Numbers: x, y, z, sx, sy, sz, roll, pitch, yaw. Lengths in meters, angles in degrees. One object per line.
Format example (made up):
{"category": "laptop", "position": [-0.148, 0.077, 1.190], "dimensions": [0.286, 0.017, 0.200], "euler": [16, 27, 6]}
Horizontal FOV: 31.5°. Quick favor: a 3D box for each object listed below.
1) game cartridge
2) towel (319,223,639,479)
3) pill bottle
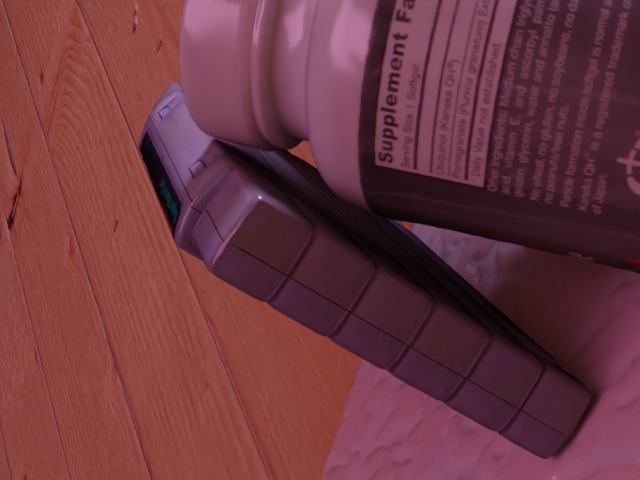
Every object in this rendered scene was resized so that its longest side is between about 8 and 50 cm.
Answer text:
{"category": "game cartridge", "position": [0.000, 0.000, 0.722], "dimensions": [0.068, 0.230, 0.355], "euler": [-61, 20, 8]}
{"category": "towel", "position": [0.132, 0.063, 0.736], "dimensions": [0.332, 0.053, 0.316], "euler": [-27, 36, 55]}
{"category": "pill bottle", "position": [0.099, -0.086, 0.568], "dimensions": [0.319, 0.176, 0.176], "euler": [13, 100, 17]}
